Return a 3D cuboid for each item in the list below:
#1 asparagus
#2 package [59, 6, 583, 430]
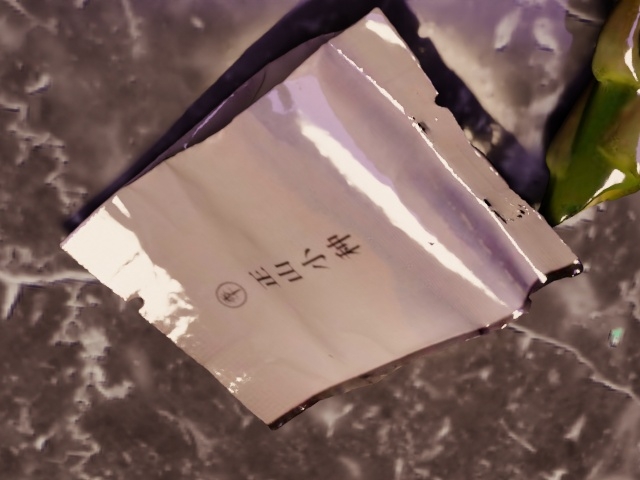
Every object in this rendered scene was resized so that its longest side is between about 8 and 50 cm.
[{"bbox_3d":[0.188,-0.120,0.654,0.080,0.080,0.287,10,116,-5],"label":"asparagus"},{"bbox_3d":[0.000,0.000,0.729,0.251,0.062,0.204,-31,114,29],"label":"package"}]
